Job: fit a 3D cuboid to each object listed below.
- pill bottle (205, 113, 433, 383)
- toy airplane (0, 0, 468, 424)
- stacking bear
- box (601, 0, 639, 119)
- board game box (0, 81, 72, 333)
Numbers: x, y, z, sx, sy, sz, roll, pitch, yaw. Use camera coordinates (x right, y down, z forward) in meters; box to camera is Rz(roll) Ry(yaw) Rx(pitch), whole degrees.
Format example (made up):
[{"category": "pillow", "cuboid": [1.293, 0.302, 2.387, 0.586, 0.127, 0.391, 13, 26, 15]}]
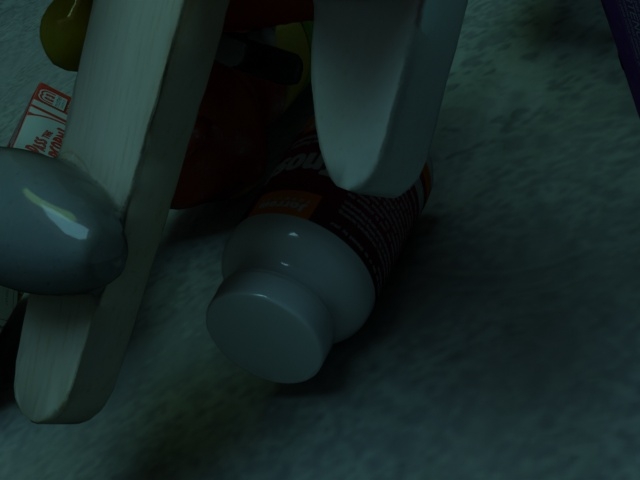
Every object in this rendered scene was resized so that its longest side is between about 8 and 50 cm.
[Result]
[{"category": "pill bottle", "cuboid": [0.000, 0.000, 0.575, 0.086, 0.086, 0.152, -7, 37, 34]}, {"category": "toy airplane", "cuboid": [-0.080, -0.156, 0.475, 0.384, 0.272, 0.386, 127, 149, -51]}, {"category": "stacking bear", "cuboid": [-0.072, -0.140, 0.787, 0.175, 0.164, 0.289, -21, 37, 37]}, {"category": "box", "cuboid": [0.262, -0.150, 0.461, 0.293, 0.201, 0.057, -32, 32, -3]}, {"category": "board game box", "cuboid": [-0.214, 0.012, 0.690, 0.193, 0.045, 0.147, -54, 21, 25]}]
